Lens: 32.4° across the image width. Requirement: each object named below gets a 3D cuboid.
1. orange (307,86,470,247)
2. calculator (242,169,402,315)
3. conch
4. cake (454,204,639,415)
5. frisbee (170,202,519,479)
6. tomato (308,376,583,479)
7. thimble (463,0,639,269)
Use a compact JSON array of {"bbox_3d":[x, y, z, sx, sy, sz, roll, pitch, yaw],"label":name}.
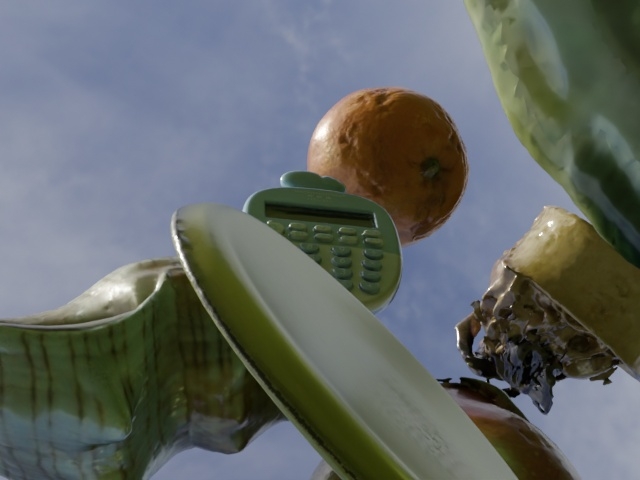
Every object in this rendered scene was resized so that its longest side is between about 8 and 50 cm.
[{"bbox_3d":[0.105,-0.114,1.740,0.261,0.261,0.261,18,-127,-25],"label":"orange"},{"bbox_3d":[0.000,0.000,1.285,0.188,0.042,0.302,5,-151,-7],"label":"calculator"},{"bbox_3d":[-0.152,0.101,0.711,0.386,0.203,0.169,-11,-99,-19],"label":"conch"},{"bbox_3d":[0.403,0.148,1.846,0.332,0.321,0.332,42,-177,-2],"label":"cake"},{"bbox_3d":[0.026,0.066,0.469,0.236,0.017,0.236,45,-173,-7],"label":"frisbee"},{"bbox_3d":[0.108,0.259,0.768,0.239,0.303,0.303,-39,-95,-1],"label":"tomato"},{"bbox_3d":[0.189,-0.099,0.345,0.288,0.254,0.167,41,-149,16],"label":"thimble"}]
